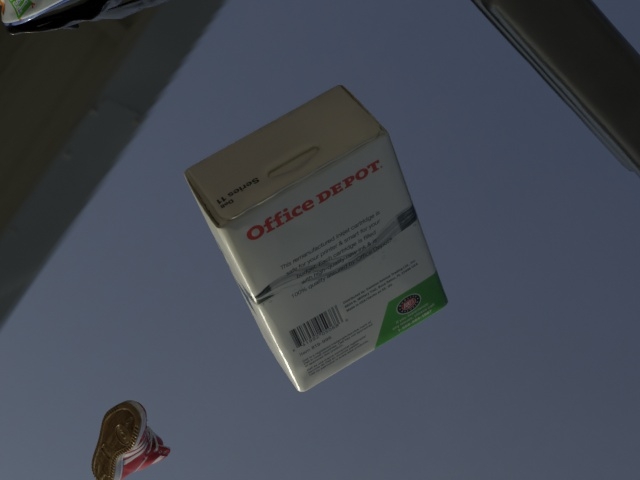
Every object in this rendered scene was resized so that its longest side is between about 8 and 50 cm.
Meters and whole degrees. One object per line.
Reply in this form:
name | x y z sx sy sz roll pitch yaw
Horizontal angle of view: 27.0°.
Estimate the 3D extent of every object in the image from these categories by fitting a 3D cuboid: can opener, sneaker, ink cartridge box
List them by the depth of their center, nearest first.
can opener | 0.208 -0.080 0.773 0.095 0.283 0.076 -44 -161 8
ink cartridge box | 0.000 0.000 1.083 0.153 0.208 0.087 -29 -137 -8
sneaker | -0.165 0.176 1.217 0.042 0.067 0.118 50 -43 21

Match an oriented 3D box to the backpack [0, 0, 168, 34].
backpack | -0.212 -0.314 1.298 0.263 0.276 0.213 -27 -79 8
